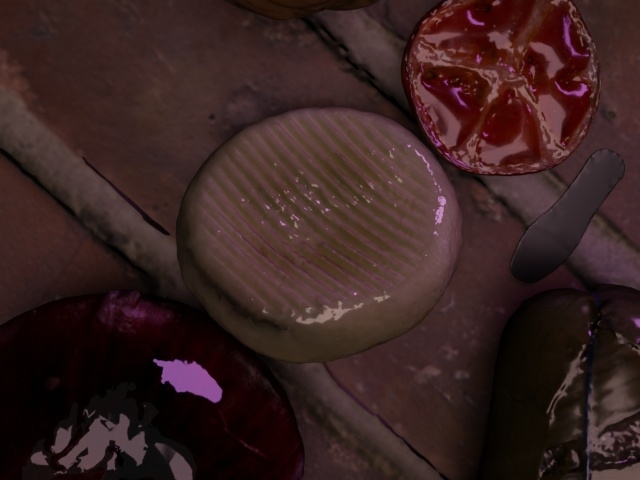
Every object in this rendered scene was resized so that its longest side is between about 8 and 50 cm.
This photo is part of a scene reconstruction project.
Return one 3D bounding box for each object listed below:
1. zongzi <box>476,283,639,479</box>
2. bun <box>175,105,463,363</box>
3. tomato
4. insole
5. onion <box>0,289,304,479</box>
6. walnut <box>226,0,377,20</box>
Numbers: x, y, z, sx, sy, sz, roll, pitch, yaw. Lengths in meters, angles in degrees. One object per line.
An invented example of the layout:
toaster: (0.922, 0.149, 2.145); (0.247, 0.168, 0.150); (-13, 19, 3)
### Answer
zongzi: (0.147, 0.234, 0.677); (0.392, 0.174, 0.356); (-17, 96, 11)
bun: (0.000, 0.000, 0.653); (0.222, 0.127, 0.222); (-3, 70, 7)
tomato: (0.139, -0.122, 0.648); (0.155, 0.069, 0.156); (0, 93, -2)
insole: (0.212, -0.019, 0.703); (0.045, 0.002, 0.135); (33, 100, -7)
onion: (-0.167, 0.196, 0.634); (0.313, 0.232, 0.314); (0, 102, 0)
walnut: (-0.023, -0.275, 0.550); (0.224, 0.257, 0.257); (-41, 99, -24)
